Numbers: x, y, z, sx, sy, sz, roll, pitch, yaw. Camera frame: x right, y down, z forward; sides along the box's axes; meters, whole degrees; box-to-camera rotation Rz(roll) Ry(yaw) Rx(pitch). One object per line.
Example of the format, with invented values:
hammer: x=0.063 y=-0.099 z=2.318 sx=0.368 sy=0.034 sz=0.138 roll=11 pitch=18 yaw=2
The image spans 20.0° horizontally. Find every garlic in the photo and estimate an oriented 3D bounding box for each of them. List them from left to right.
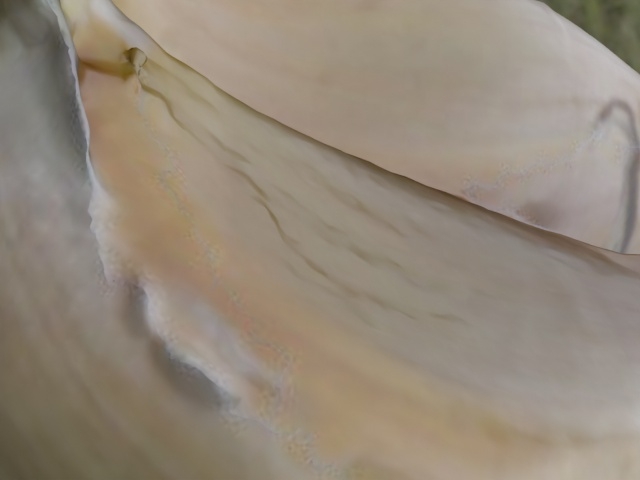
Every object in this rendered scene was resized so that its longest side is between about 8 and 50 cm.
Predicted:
garlic: x=0.000 y=0.000 z=0.598 sx=0.313 sy=0.286 sz=0.249 roll=21 pitch=85 yaw=-32
